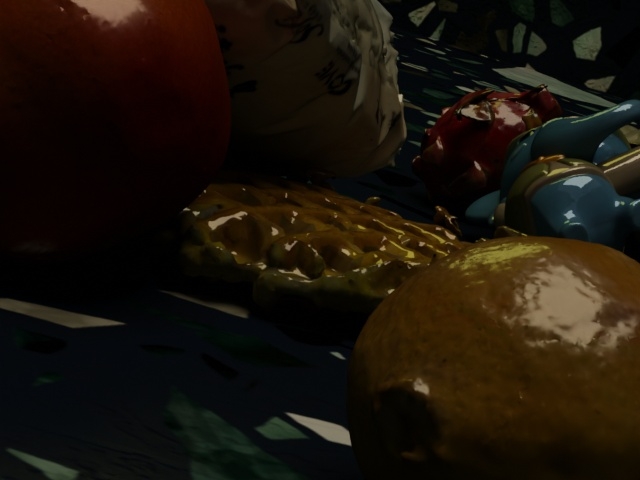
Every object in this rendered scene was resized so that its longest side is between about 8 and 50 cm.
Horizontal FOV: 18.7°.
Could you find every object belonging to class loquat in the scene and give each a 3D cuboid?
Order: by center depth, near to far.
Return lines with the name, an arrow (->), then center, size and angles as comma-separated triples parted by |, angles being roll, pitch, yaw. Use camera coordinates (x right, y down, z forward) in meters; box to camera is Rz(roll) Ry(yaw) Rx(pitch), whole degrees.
loquat -> 0.119, 0.084, 1.024 | 0.234, 0.176, 0.187 | 2, 35, -40

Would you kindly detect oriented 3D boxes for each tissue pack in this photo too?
tissue pack -> -0.127, -0.166, 1.597 | 0.390, 0.195, 0.375 | 2, -8, 21

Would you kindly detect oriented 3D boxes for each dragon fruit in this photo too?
dragon fruit -> 0.176, -0.090, 1.967 | 0.133, 0.166, 0.136 | 54, 17, -1

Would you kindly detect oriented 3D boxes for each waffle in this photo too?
waffle -> 0.000, 0.000, 1.488 | 0.325, 0.068, 0.302 | 16, 12, -9

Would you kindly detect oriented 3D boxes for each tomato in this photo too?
tomato -> -0.170, -0.083, 1.304 | 0.180, 0.260, 0.260 | 60, 24, 10

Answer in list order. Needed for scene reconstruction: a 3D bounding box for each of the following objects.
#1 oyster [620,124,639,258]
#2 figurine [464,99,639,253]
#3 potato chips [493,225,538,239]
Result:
oyster -> 0.295, -0.059, 1.996 | 0.110, 0.166, 0.341 | -22, 26, -18
figurine -> 0.244, -0.042, 1.788 | 0.154, 0.180, 0.262 | 45, 0, -14
potato chips -> 0.324, 0.064, 1.609 | 0.407, 0.080, 0.057 | 11, -2, -23
